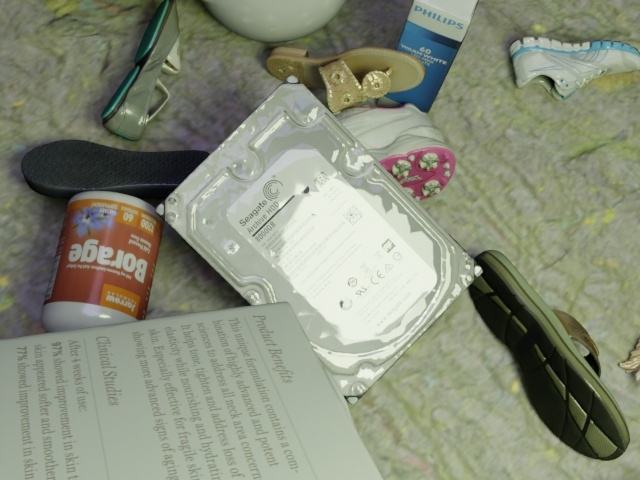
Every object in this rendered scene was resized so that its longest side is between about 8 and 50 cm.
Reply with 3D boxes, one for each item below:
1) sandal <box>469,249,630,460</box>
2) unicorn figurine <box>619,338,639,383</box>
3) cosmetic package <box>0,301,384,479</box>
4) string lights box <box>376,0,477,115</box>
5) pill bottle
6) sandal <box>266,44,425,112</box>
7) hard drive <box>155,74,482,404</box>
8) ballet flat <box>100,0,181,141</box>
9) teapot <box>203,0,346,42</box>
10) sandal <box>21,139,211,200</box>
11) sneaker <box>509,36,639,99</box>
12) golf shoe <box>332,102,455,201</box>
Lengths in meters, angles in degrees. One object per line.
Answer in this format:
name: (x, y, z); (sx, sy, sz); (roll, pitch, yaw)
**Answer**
sandal: (0.298, 0.133, 1.249); (0.086, 0.120, 0.303); (-21, 72, -29)
unicorn figurine: (0.479, 0.171, 1.281); (0.162, 0.060, 0.111); (35, 70, 6)
cosmetic package: (-0.173, 0.293, 0.929); (0.394, 0.327, 0.329); (-6, 28, -15)
string lights box: (0.151, -0.277, 1.304); (0.077, 0.259, 0.133); (23, 68, 2)
pill bottle: (-0.266, 0.059, 1.200); (0.121, 0.121, 0.216); (9, 69, -4)
sandal: (0.021, -0.203, 1.320); (0.240, 0.088, 0.079); (11, 64, 32)
hard drive: (0.000, 0.000, 1.211); (0.237, 0.064, 0.339); (-44, 96, -5)
ballet flat: (-0.228, -0.228, 1.354); (0.068, 0.072, 0.213); (32, 67, -24)
teapot: (-0.051, -0.394, 1.332); (0.252, 0.187, 0.256); (22, 86, -10)
sandal: (-0.257, -0.075, 1.277); (0.254, 0.054, 0.097); (5, 45, -1)
sneaker: (0.366, -0.240, 1.427); (0.191, 0.071, 0.083); (1, 75, 2)
golf shoe: (0.018, -0.110, 1.321); (0.306, 0.115, 0.140); (-6, 51, -9)
